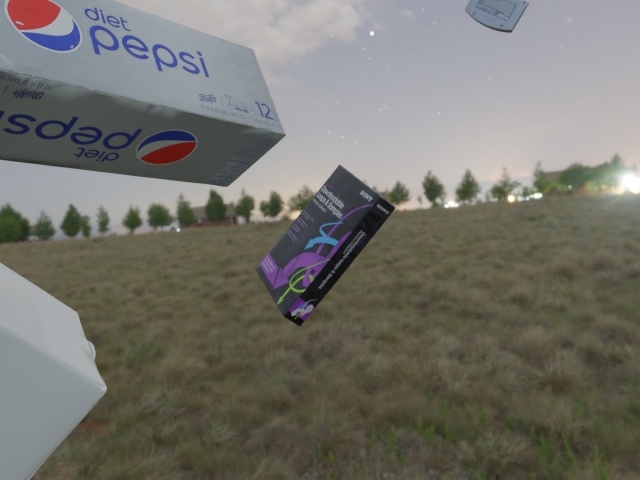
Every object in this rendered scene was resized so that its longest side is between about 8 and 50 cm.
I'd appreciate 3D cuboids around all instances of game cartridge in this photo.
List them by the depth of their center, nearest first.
[{"bbox_3d":[0.265,-0.351,0.928,0.083,0.056,0.017,35,10,22],"label":"game cartridge"}]

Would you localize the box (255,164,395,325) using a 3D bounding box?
[{"bbox_3d":[0.000,0.000,0.674,0.029,0.162,0.116,37,5,-31],"label":"box"}]

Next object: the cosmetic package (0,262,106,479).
[{"bbox_3d":[-0.427,0.071,0.618,0.156,0.385,0.217,-48,32,-7],"label":"cosmetic package"}]

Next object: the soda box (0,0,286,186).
[{"bbox_3d":[-0.167,-0.114,0.447,0.286,0.098,0.091,2,-30,-47],"label":"soda box"}]
